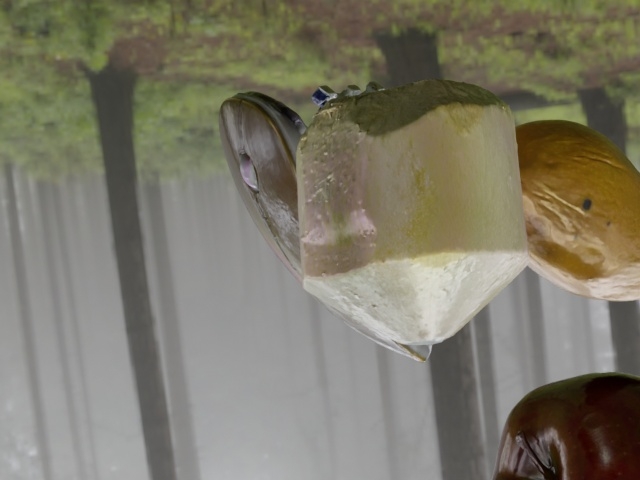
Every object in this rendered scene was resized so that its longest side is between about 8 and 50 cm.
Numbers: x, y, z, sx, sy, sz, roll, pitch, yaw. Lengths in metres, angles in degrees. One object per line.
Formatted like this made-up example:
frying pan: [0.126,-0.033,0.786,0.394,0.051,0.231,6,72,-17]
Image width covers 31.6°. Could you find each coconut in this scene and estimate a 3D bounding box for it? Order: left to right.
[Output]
coconut: [0.058,-0.012,0.699,0.147,0.152,0.147,-2,170,0]

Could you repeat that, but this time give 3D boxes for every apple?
apple: [0.337,0.303,1.271,0.317,0.288,0.288,30,165,-28]

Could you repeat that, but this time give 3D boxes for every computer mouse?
computer mouse: [0.000,0.000,1.042,0.072,0.310,0.158,-41,-150,-13]

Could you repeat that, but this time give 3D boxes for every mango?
mango: [0.328,-0.025,1.358,0.359,0.187,0.144,30,162,-31]

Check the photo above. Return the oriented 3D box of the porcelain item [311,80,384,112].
porcelain item: [0.026,-0.161,1.414,0.021,0.075,0.136,40,-150,23]
